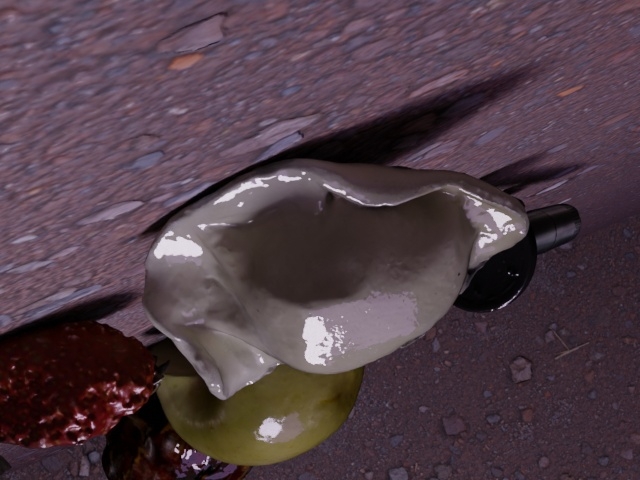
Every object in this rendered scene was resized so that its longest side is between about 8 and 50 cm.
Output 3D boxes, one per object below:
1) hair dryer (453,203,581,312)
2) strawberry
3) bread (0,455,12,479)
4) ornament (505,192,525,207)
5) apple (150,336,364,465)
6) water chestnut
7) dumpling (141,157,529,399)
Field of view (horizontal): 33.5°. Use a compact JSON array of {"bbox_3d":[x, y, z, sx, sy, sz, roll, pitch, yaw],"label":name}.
[{"bbox_3d":[0.219,0.055,1.478,0.284,0.156,0.320,-49,161,19],"label":"hair dryer"},{"bbox_3d":[-0.281,0.134,1.101,0.236,0.107,0.175,-16,-154,-31],"label":"strawberry"},{"bbox_3d":[-0.550,0.371,1.416,0.250,0.225,0.279,-28,174,41],"label":"bread"},{"bbox_3d":[0.198,0.005,1.617,0.230,0.061,0.245,-23,165,-5],"label":"ornament"},{"bbox_3d":[-0.070,0.183,1.455,0.295,0.233,0.258,-28,166,38],"label":"apple"},{"bbox_3d":[-0.227,0.281,1.665,0.289,0.244,0.289,-18,-155,8],"label":"water chestnut"},{"bbox_3d":[0.000,0.000,0.906,0.318,0.187,0.243,-33,130,14],"label":"dumpling"}]
